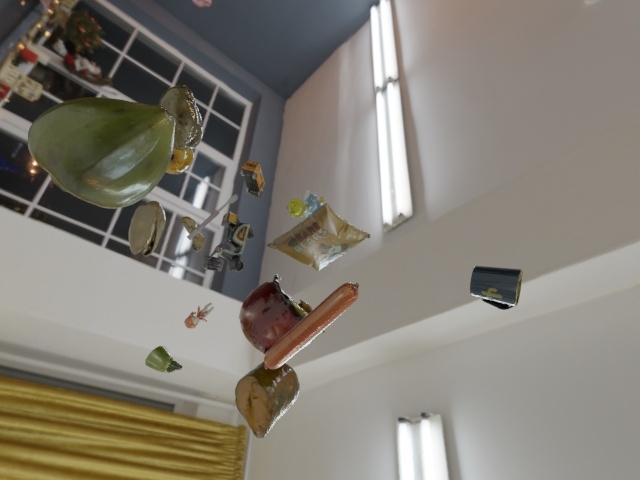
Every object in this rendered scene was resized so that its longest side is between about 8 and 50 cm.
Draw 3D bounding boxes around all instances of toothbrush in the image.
[{"bbox_3d":[-0.320,-0.071,1.244,0.194,0.017,0.014,-43,-122,-14],"label":"toothbrush"}]

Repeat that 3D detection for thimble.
[{"bbox_3d":[-0.569,0.121,2.200,0.095,0.105,0.066,94,4,-73],"label":"thimble"}]

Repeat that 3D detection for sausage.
[{"bbox_3d":[-0.028,0.209,0.994,0.348,0.053,0.053,-45,-145,23],"label":"sausage"}]

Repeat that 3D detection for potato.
[{"bbox_3d":[-0.535,-0.470,1.596,0.165,0.165,0.261,-28,-115,42],"label":"potato"}]

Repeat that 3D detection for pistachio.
[{"bbox_3d":[-0.676,-0.047,1.631,0.136,0.136,0.225,-8,-112,52],"label":"pistachio"}]

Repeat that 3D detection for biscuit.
[{"bbox_3d":[-0.617,-0.044,2.036,0.061,0.182,0.118,-24,-159,-4],"label":"biscuit"}]

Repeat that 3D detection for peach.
[{"bbox_3d":[-0.170,0.354,1.884,0.417,0.339,0.352,-26,-146,46],"label":"peach"},{"bbox_3d":[-0.617,-0.362,1.730,0.179,0.179,0.103,-46,-150,23],"label":"peach"}]

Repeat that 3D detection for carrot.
[{"bbox_3d":[-0.240,0.667,1.801,0.241,0.241,0.341,-42,172,28],"label":"carrot"}]

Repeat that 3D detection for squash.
[{"bbox_3d":[-0.650,0.521,1.751,0.132,0.105,0.105,31,-88,18],"label":"squash"}]

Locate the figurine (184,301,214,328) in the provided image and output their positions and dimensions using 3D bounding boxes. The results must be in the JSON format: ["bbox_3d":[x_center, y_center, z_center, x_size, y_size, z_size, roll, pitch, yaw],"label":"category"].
[{"bbox_3d":[-0.383,0.238,1.322,0.047,0.064,0.109,-7,-156,41],"label":"figurine"}]

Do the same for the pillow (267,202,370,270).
[{"bbox_3d":[0.000,0.000,1.708,0.310,0.313,0.119,-33,-133,25],"label":"pillow"}]

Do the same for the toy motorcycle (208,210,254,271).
[{"bbox_3d":[-0.394,0.014,1.870,0.091,0.157,0.262,-28,-136,47],"label":"toy motorcycle"}]

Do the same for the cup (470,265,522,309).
[{"bbox_3d":[0.621,0.170,1.479,0.155,0.176,0.131,10,-140,30],"label":"cup"}]

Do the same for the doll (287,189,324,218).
[{"bbox_3d":[-0.075,-0.167,2.041,0.099,0.241,0.135,43,-58,19],"label":"doll"}]

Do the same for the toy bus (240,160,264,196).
[{"bbox_3d":[-0.284,-0.262,1.790,0.070,0.162,0.074,18,-122,17],"label":"toy bus"}]

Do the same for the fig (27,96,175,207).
[{"bbox_3d":[-0.360,-0.164,0.724,0.225,0.203,0.203,-40,-148,-5],"label":"fig"}]
